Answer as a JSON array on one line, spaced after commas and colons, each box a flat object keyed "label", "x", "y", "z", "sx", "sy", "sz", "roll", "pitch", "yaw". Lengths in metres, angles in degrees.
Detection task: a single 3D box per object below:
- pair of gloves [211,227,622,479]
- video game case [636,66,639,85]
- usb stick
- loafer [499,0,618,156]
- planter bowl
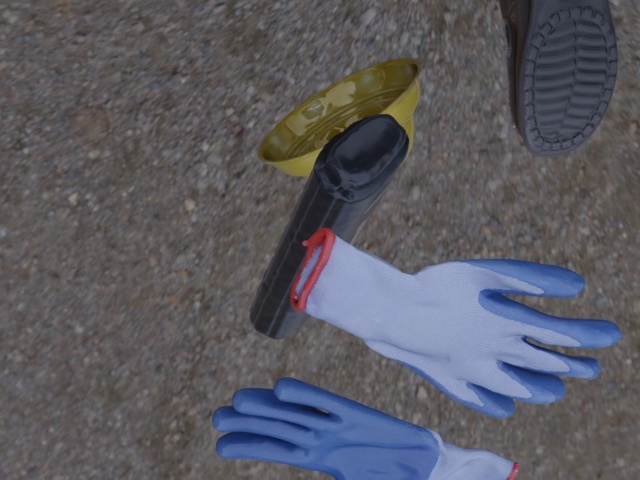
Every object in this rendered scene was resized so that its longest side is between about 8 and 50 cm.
[{"label": "pair of gloves", "x": 0.040, "y": 0.073, "z": 0.520, "sx": 0.159, "sy": 0.023, "sz": 0.198, "roll": 19, "pitch": 129, "yaw": -12}, {"label": "video game case", "x": 0.317, "y": -0.117, "z": 0.799, "sx": 0.026, "sy": 0.206, "sz": 0.227, "roll": -3, "pitch": 150, "yaw": -11}, {"label": "usb stick", "x": 0.000, "y": 0.000, "z": 0.780, "sx": 0.045, "sy": 0.077, "sz": 0.278, "roll": 46, "pitch": 153, "yaw": 10}, {"label": "loafer", "x": 0.301, "y": -0.293, "z": 1.400, "sx": 0.133, "sy": 0.130, "sz": 0.366, "roll": -2, "pitch": 101, "yaw": -14}, {"label": "planter bowl", "x": 0.041, "y": -0.118, "z": 1.263, "sx": 0.217, "sy": 0.217, "sz": 0.090, "roll": -26, "pitch": 112, "yaw": 14}]
